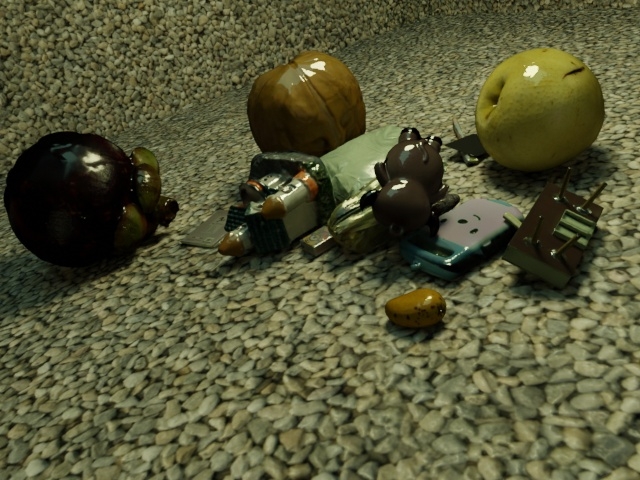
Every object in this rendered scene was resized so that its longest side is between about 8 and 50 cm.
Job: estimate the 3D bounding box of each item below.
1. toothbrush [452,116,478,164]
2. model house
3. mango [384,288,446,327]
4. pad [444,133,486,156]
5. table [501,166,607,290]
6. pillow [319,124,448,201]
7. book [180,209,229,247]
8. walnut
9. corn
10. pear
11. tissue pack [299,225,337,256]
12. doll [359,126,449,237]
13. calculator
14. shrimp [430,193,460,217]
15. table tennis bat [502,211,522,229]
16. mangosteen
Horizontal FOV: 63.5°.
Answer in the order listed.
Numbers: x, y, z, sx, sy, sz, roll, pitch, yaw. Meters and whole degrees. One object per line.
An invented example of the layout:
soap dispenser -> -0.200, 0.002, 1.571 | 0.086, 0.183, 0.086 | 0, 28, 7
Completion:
toothbrush -> 0.435, -0.315, 1.598 | 0.037, 0.028, 0.375 | -4, 31, 7
model house -> -0.148, -0.079, 1.303 | 0.271, 0.190, 0.301 | 17, 43, 40
mango -> 0.172, 0.123, 0.945 | 0.114, 0.057, 0.079 | -4, 39, 25
pad -> 0.452, -0.281, 1.514 | 0.157, 0.003, 0.112 | -25, 40, -35
table -> 0.461, -0.039, 0.987 | 0.121, 0.111, 0.240 | 30, 50, 19
pillow -> 0.155, -0.189, 1.407 | 0.310, 0.138, 0.283 | -26, 43, -11
book -> -0.296, -0.037, 1.474 | 0.127, 0.014, 0.182 | 5, 36, 32
walnut -> -0.033, -0.368, 1.558 | 0.354, 0.398, 0.308 | -31, 55, 1
corn -> 0.147, -0.083, 1.219 | 0.305, 0.123, 0.122 | -38, 51, -18
pear -> 0.546, -0.319, 1.297 | 0.309, 0.309, 0.309 | -11, 30, 7
tissue pack -> 0.000, 0.000, 1.254 | 0.083, 0.035, 0.063 | -33, 34, -27
doll -> 0.187, -0.121, 1.117 | 0.182, 0.117, 0.257 | 18, 73, -3
calculator -> 0.303, -0.009, 1.116 | 0.293, 0.051, 0.173 | -29, 33, -23
shrimp -> 0.271, -0.074, 1.215 | 0.165, 0.057, 0.065 | -23, -9, -30
table tennis bat -> 0.428, -0.006, 1.036 | 0.087, 0.013, 0.156 | -23, 52, -22
mangosteen -> -0.636, -0.129, 1.430 | 0.421, 0.381, 0.381 | -21, 30, -9
